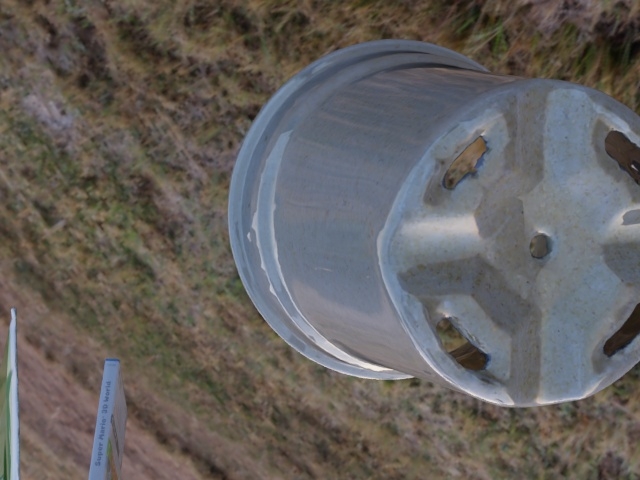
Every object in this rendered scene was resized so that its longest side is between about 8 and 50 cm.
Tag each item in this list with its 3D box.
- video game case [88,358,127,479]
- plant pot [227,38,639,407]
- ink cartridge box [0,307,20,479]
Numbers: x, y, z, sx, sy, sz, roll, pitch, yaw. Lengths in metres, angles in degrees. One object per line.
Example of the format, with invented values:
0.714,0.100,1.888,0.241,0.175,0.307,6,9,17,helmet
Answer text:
-0.196,0.209,0.816,0.015,0.166,0.119,3,144,-6,video game case
0.113,-0.013,0.727,0.333,0.334,0.305,58,171,-13,plant pot
-0.088,0.179,0.346,0.188,0.097,0.255,-108,32,-42,ink cartridge box
